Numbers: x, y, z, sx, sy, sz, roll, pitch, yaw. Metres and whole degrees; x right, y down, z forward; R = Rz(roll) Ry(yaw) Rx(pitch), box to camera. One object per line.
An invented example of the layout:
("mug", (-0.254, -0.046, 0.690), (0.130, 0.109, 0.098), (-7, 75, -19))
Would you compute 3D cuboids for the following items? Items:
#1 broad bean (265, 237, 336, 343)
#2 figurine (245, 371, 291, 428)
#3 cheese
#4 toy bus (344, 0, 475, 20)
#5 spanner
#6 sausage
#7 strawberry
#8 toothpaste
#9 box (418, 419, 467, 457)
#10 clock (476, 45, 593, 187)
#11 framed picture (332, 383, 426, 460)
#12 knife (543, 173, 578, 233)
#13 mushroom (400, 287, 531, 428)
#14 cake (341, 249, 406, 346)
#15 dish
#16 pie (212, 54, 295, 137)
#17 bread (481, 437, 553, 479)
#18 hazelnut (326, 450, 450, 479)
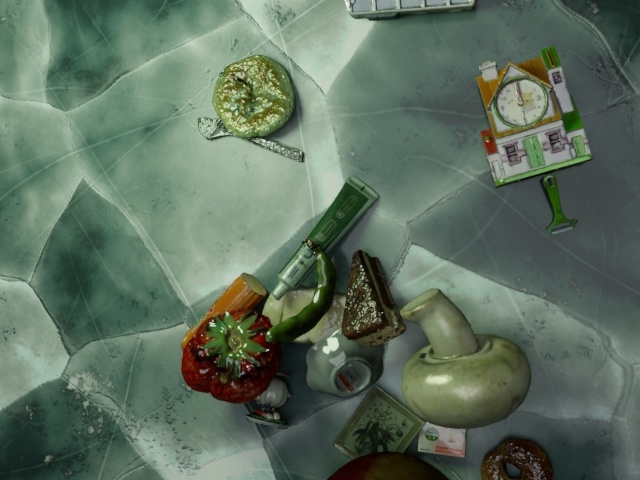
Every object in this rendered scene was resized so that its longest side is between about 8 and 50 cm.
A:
("broad bean", (-0.036, 0.149, 1.862), (0.144, 0.049, 0.292), (30, 73, -24))
("figurine", (-0.127, 0.428, 1.996), (0.132, 0.132, 0.154), (11, 81, 12))
("cheese", (-0.027, 0.202, 1.966), (0.262, 0.093, 0.159), (11, 91, 13))
("toy bus", (0.228, -0.644, 1.867), (0.342, 0.097, 0.138), (-1, 99, 12))
("spanner", (-0.196, -0.282, 2.016), (0.325, 0.026, 0.093), (22, 98, 10))
("sausage", (-0.287, 0.228, 2.028), (0.093, 0.093, 0.312), (46, 102, 7))
("strawberry", (-0.227, 0.314, 1.922), (0.250, 0.288, 0.239), (24, 59, 14))
("toothpaste", (0.000, 0.000, 1.934), (0.098, 0.061, 0.392), (38, 82, 9))
("box", (0.323, 0.517, 1.922), (0.125, 0.043, 0.089), (3, 93, 13))
("clock", (0.501, -0.308, 1.780), (0.235, 0.166, 0.310), (-16, 87, 13))
("framed picture", (0.154, 0.518, 1.954), (0.173, 0.010, 0.231), (34, 111, 12))
("knife", (0.588, -0.091, 1.808), (0.078, 0.023, 0.166), (-18, 117, 9))
("mushroom", (0.319, 0.323, 1.760), (0.356, 0.315, 0.315), (23, 98, -15))
("cake", (0.110, 0.155, 1.878), (0.135, 0.112, 0.246), (-39, 48, 23))
("dish", (0.074, 0.339, 1.898), (0.229, 0.081, 0.229), (-6, 117, -12))
("pie", (-0.181, -0.391, 1.980), (0.240, 0.054, 0.241), (-1, 82, 10))
("bread", (0.508, 0.606, 1.875), (0.193, 0.064, 0.193), (0, 91, 16))
("hazelnut", (0.184, 0.727, 1.813), (0.429, 0.402, 0.402), (30, 99, 4))
